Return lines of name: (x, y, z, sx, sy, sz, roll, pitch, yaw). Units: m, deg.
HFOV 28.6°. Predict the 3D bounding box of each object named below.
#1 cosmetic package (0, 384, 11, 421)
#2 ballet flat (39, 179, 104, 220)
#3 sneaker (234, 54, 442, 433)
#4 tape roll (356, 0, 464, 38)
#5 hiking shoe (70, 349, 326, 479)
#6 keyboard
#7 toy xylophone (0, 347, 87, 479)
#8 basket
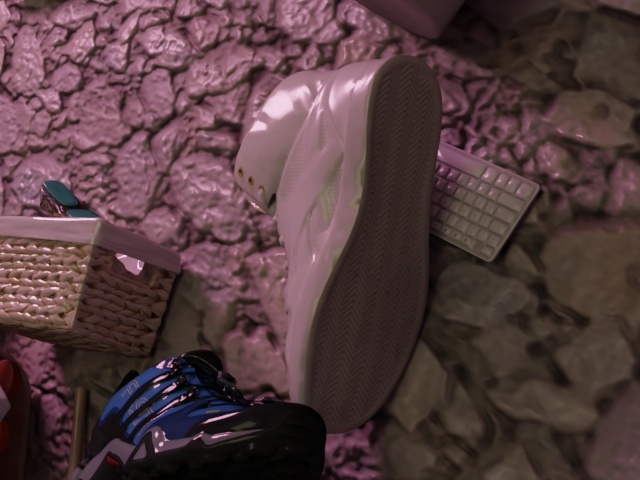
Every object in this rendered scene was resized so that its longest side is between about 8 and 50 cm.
cosmetic package: (-0.419, 0.146, 1.126, 0.224, 0.138, 0.225, -54, 42, 13)
ballet flat: (-0.249, -0.021, 1.263, 0.114, 0.041, 0.041, 39, 95, 43)
sneaker: (0.000, 0.000, 1.013, 0.169, 0.108, 0.293, 5, 82, 52)
tape roll: (0.009, -0.282, 1.011, 0.100, 0.286, 0.286, -54, 48, 3)
hiking shoe: (-0.101, 0.140, 0.982, 0.304, 0.113, 0.132, -18, 52, 49)
keyboard: (0.068, -0.058, 1.041, 0.256, 0.014, 0.072, 30, 89, 42)
toy xylophone: (-0.325, 0.236, 1.167, 0.236, 0.081, 0.323, -25, 56, 27)
basket: (-0.230, 0.042, 1.162, 0.167, 0.113, 0.103, 2, 73, 40)
